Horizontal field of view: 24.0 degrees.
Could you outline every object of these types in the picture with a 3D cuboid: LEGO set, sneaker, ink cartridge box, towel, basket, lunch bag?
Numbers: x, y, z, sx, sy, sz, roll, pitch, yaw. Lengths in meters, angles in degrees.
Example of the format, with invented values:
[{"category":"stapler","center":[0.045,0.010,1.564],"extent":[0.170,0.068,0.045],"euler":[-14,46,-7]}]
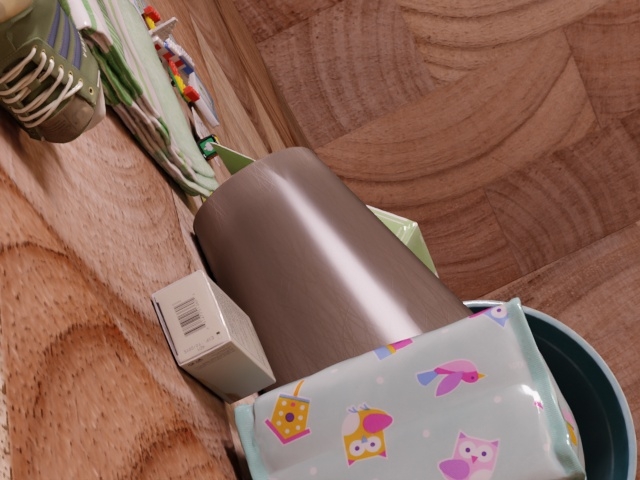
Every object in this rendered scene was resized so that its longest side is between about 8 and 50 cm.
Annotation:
[{"category":"LEGO set","center":[-0.142,-0.182,1.635],"extent":[0.182,0.060,0.244],"euler":[57,7,-28]},{"category":"sneaker","center":[-0.159,-0.097,0.854],"extent":[0.086,0.064,0.192],"euler":[59,2,-3]},{"category":"ink cartridge box","center":[0.000,0.000,1.470],"extent":[0.235,0.056,0.171],"euler":[21,-19,24]},{"category":"towel","center":[-0.184,-0.189,1.288],"extent":[0.247,0.038,0.325],"euler":[65,5,25]},{"category":"basket","center":[0.003,0.044,1.292],"extent":[0.227,0.204,0.154],"euler":[56,-14,18]},{"category":"lunch bag","center":[0.080,0.171,1.101],"extent":[0.262,0.223,0.160],"euler":[58,13,-68]}]

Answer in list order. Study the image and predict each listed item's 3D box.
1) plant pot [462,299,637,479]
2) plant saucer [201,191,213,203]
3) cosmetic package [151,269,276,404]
[{"category":"plant pot","center":[0.146,0.219,1.480],"extent":[0.255,0.272,0.271],"euler":[102,-36,-74]},{"category":"plant saucer","center":[-0.043,0.055,1.471],"extent":[0.188,0.045,0.188],"euler":[59,6,-43]},{"category":"cosmetic package","center":[-0.074,0.070,1.055],"extent":[0.060,0.041,0.115],"euler":[65,4,25]}]
